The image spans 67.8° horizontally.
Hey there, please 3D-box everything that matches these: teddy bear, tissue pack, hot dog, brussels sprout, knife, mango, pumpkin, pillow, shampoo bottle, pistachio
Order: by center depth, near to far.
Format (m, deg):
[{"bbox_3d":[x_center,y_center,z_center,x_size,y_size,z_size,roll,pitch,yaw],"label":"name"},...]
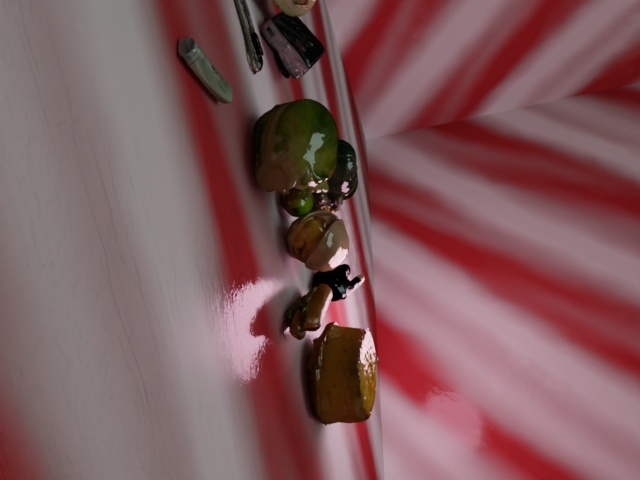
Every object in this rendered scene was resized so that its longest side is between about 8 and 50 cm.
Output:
[{"bbox_3d":[-0.296,-0.438,1.245,0.212,0.049,0.072,45,43,-66],"label":"shampoo bottle"},{"bbox_3d":[-0.083,-0.306,1.577,0.371,0.275,0.315,-57,150,-59],"label":"brussels sprout"},{"bbox_3d":[-0.253,-0.757,1.620,0.089,0.043,0.365,-65,143,-67],"label":"knife"},{"bbox_3d":[-0.040,0.238,1.671,0.100,0.135,0.337,56,18,-8],"label":"hot dog"},{"bbox_3d":[0.000,0.000,1.745,0.309,0.229,0.230,40,43,-71],"label":"pistachio"},{"bbox_3d":[-0.082,-0.154,1.781,0.233,0.111,0.126,-60,143,-70],"label":"mango"},{"bbox_3d":[-0.110,-0.813,1.947,0.245,0.123,0.332,49,27,-18],"label":"tissue pack"},{"bbox_3d":[-0.147,-0.739,2.005,0.150,0.048,0.090,-83,165,-56],"label":"pillow"},{"bbox_3d":[0.009,-0.124,2.107,0.177,0.140,0.190,-8,97,-49],"label":"teddy bear"},{"bbox_3d":[0.082,-0.346,2.351,0.300,0.207,0.300,-6,90,-90],"label":"pumpkin"}]

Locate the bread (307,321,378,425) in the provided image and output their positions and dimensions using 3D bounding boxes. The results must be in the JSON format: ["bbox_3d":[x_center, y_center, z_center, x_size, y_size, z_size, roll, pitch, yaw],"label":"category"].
[{"bbox_3d":[0.084,0.514,1.816,0.398,0.215,0.398,-4,90,-73],"label":"bread"}]

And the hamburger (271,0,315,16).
[{"bbox_3d":[-0.165,-1.020,1.834,0.209,0.162,0.330,53,18,21],"label":"hamburger"}]

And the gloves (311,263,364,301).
[{"bbox_3d":[0.077,0.175,2.022,0.301,0.197,0.152,5,87,-74],"label":"gloves"}]
